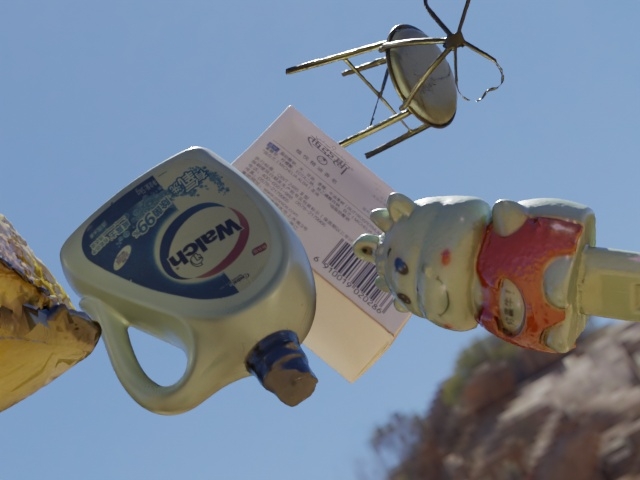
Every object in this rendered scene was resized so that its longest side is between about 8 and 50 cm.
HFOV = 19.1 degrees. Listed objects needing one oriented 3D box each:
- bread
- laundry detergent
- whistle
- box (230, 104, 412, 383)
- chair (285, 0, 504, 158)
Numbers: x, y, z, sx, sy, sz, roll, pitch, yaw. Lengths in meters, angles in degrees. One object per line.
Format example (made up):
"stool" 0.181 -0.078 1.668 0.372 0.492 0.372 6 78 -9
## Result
"bread" -0.330 0.046 1.501 0.204 0.162 0.262 -40 -45 -1
"laundry detergent" -0.105 0.060 1.768 0.215 0.280 0.105 -35 -35 -4
"whistle" 0.142 0.023 1.306 0.253 0.105 0.101 8 -22 16
"box" -0.001 0.002 2.222 0.116 0.274 0.203 -52 -1 43
"chair" 0.124 -0.212 2.461 0.326 0.159 0.170 -23 -11 36
